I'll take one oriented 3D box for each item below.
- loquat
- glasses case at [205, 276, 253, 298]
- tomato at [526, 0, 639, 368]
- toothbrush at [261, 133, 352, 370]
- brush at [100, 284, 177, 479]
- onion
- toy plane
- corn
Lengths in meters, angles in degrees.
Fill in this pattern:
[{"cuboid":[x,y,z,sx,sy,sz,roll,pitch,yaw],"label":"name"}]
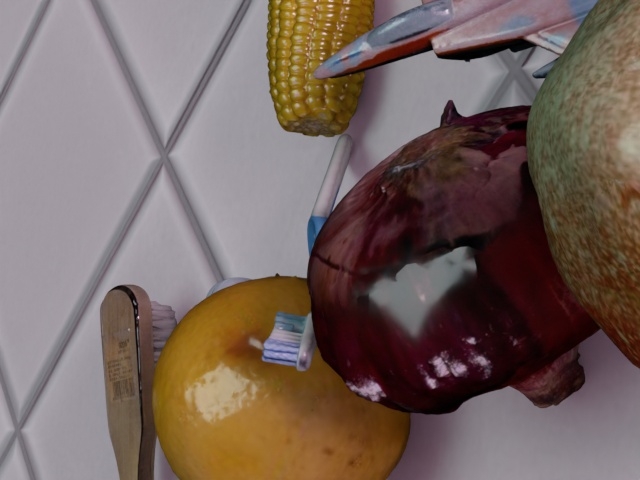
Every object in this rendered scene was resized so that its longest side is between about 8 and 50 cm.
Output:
[{"cuboid":[-0.029,0.126,1.487,0.208,0.208,0.208,-23,62,52],"label":"loquat"},{"cuboid":[-0.074,0.122,1.685,0.045,0.067,0.178,-16,68,54],"label":"glasses case"},{"cuboid":[0.265,-0.037,1.054,0.239,0.303,0.303,172,107,-72],"label":"tomato"},{"cuboid":[0.005,0.001,1.482,0.040,0.040,0.386,-60,6,27],"label":"toothbrush"},{"cuboid":[-0.165,0.206,1.821,0.070,0.065,0.327,-7,84,50],"label":"brush"},{"cuboid":[0.119,0.025,1.308,0.252,0.219,0.252,-34,15,10],"label":"onion"},{"cuboid":[0.147,-0.170,1.334,0.326,0.104,0.223,-23,65,25],"label":"toy plane"},{"cuboid":[0.005,-0.243,1.648,0.106,0.106,0.305,-8,79,56],"label":"corn"}]
